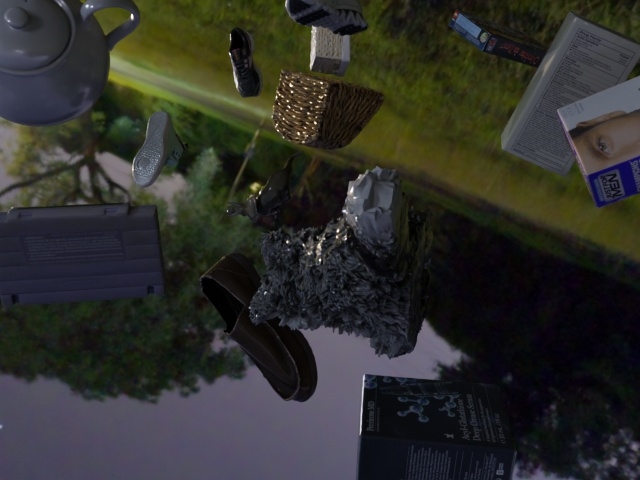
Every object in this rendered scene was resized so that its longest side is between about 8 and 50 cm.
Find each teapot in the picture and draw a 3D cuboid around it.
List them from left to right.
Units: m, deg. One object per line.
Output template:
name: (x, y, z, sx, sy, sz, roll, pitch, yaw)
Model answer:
teapot: (-0.458, -0.316, 1.072, 0.253, 0.256, 0.187, 27, 164, -7)

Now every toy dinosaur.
toy dinosaur: (-0.144, -0.153, 2.125, 0.121, 0.313, 0.160, 48, -178, 7)

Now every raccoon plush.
raccoon plush: (0.000, 0.000, 0.987, 0.299, 0.216, 0.446, 7, 145, 18)

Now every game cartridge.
game cartridge: (-0.523, 0.029, 1.450, 0.355, 0.230, 0.068, -3, -151, -8)

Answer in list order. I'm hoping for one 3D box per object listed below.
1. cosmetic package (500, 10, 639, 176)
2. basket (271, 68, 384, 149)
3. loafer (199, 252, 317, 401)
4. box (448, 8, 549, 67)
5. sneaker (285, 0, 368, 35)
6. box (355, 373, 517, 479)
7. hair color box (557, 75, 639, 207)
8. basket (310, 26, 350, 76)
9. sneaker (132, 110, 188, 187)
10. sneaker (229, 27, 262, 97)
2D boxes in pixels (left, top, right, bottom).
cosmetic package: (0.534, -0.314, 1.449, 0.160, 0.309, 0.113, 25, -152, 0)
basket: (0.017, -0.387, 2.051, 0.223, 0.213, 0.299, 2, -161, -35)
loafer: (-0.148, 0.199, 1.436, 0.130, 0.134, 0.366, -19, -114, -47)
box: (0.447, -0.485, 1.627, 0.233, 0.044, 0.159, 5, -146, -30)
sneaker: (0.012, -0.601, 1.691, 0.110, 0.118, 0.292, -4, -179, 35)
box: (0.300, 0.543, 1.832, 0.396, 0.212, 0.293, 3, -159, 4)
hair color box: (0.621, -0.210, 1.186, 0.110, 0.339, 0.185, 47, -152, -43)
basket: (0.028, -0.576, 1.946, 0.103, 0.167, 0.113, 3, 168, -8)
sneaker: (-0.461, -0.236, 1.965, 0.094, 0.256, 0.151, -1, 150, 16)
sneaker: (-0.196, -0.438, 1.644, 0.072, 0.178, 0.077, -15, 173, 14)
